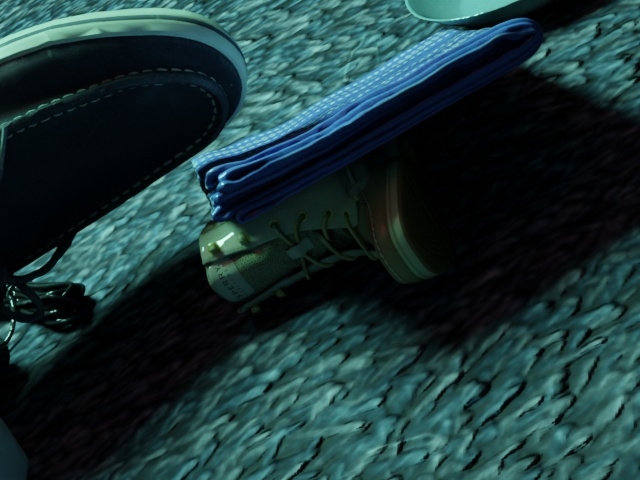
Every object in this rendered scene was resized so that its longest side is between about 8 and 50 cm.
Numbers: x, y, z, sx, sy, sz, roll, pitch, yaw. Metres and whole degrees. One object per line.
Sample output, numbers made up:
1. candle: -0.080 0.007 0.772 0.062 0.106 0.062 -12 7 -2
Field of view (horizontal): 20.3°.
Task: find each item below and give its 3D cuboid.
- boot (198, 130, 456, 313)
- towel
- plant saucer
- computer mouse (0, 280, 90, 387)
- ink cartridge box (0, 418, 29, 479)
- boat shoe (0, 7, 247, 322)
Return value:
1. boot: 0.000 0.000 1.210 0.165 0.077 0.213 -27 21 8
2. towel: 0.018 -0.095 1.271 0.243 0.040 0.336 -29 8 -2
3. plant saucer: 0.163 -0.223 1.449 0.195 0.037 0.195 -25 28 15
4. computer mouse: -0.317 0.101 1.388 0.184 0.060 0.262 7 46 50
5. ink cartridge box: -0.303 0.221 1.117 0.201 0.117 0.278 -26 28 11
6. boat shoe: -0.270 -0.008 1.270 0.500 0.186 0.156 -25 54 -9
